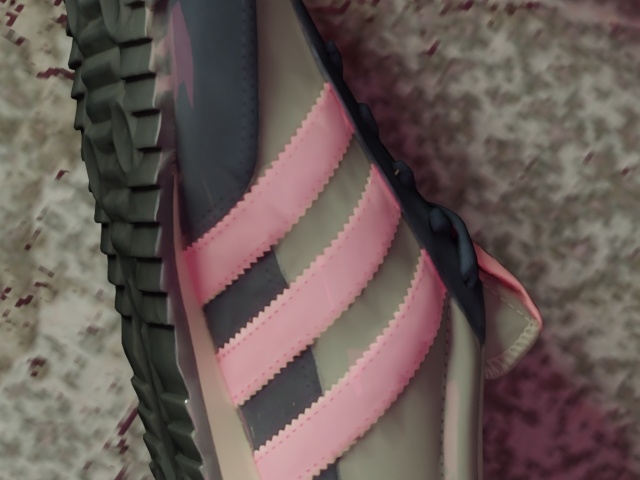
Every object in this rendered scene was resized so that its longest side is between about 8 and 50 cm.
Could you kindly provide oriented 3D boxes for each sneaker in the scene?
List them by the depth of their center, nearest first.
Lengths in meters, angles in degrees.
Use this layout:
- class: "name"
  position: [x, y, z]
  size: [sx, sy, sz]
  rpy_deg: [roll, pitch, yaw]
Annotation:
- class: "sneaker"
  position: [0.000, 0.000, 0.625]
  size: [0.131, 0.112, 0.319]
  rpy_deg: [-15, 106, -17]
